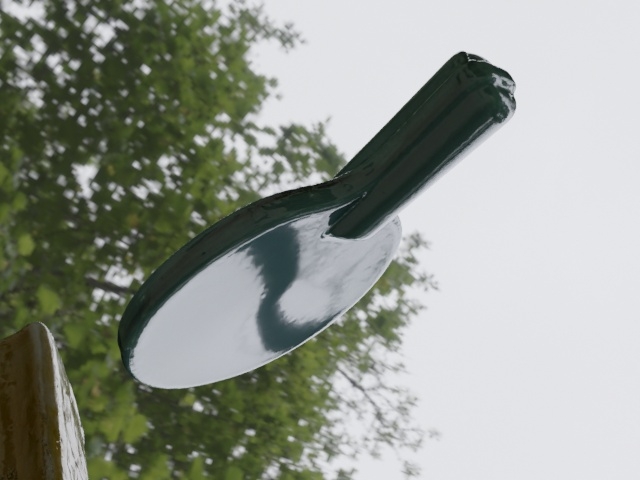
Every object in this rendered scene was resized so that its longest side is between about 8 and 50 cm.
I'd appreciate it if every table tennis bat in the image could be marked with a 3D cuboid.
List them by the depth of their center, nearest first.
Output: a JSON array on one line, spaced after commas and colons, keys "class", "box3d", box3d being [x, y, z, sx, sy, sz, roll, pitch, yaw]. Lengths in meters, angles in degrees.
[{"class": "table tennis bat", "box3d": [0.000, 0.000, 0.604, 0.244, 0.153, 0.040, -44, -118, 25]}]

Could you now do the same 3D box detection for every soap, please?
[{"class": "soap", "box3d": [-0.183, 0.197, 0.771, 0.080, 0.160, 0.257, -11, -135, -7]}]
